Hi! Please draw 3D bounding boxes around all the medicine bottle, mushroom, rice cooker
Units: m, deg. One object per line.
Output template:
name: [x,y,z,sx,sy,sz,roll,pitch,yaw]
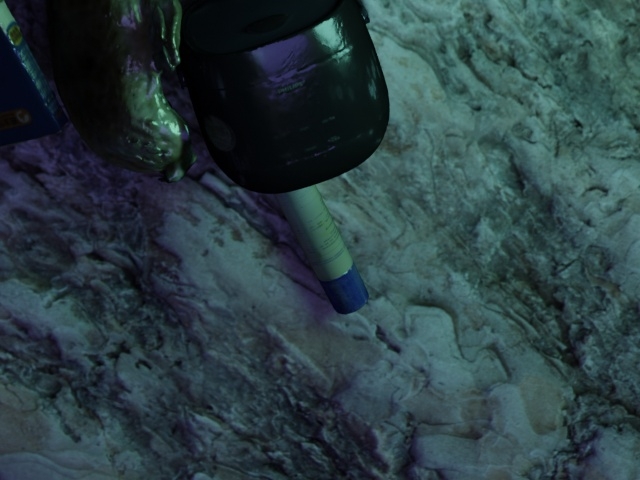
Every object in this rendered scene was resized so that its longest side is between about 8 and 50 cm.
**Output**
medicine bottle: [0.000,0.000,1.646,0.059,0.059,0.231,-26,118,0]
mushroom: [-0.236,-0.238,1.348,0.130,0.247,0.344,-12,104,-25]
rice cooker: [-0.044,-0.196,1.439,0.267,0.267,0.224,-22,125,-2]

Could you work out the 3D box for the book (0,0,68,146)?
book: [-0.500,-0.281,1.318,0.300,0.039,0.428,-9,123,26]
